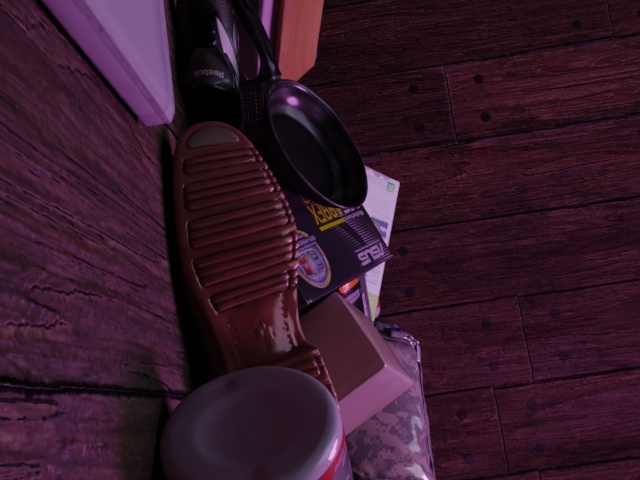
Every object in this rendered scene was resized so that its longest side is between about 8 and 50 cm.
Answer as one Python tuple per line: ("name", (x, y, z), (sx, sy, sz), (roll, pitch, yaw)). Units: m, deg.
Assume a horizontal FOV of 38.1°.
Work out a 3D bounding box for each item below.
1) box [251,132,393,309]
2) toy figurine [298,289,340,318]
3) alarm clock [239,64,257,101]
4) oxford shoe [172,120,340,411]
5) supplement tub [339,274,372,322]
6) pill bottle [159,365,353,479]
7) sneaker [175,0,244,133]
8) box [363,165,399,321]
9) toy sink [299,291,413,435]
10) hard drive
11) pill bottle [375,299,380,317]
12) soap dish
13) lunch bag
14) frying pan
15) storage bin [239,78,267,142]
("box", (-0.029, -0.030, 1.216), (0.216, 0.060, 0.270), (59, 29, 5))
("toy figurine", (-0.061, 0.062, 1.381), (0.213, 0.148, 0.209), (-84, 159, -70))
("alarm clock", (-0.143, -0.312, 1.625), (0.129, 0.064, 0.192), (78, 1, -45))
("oxford shoe", (-0.100, 0.067, 1.042), (0.146, 0.140, 0.397), (-23, -101, 61))
("supplement tub", (-0.010, 0.112, 1.623), (0.193, 0.194, 0.316), (-93, 173, -61))
("pill bottle", (-0.040, 0.272, 0.870), (0.161, 0.161, 0.283), (-94, 175, -56))
("sneaker", (-0.142, -0.230, 1.194), (0.106, 0.078, 0.234), (-97, 179, -77))
("box", (0.031, -0.005, 1.830), (0.058, 0.232, 0.322), (-11, -118, 52))
("toy sink", (-0.020, 0.195, 1.221), (0.131, 0.234, 0.153), (55, 6, 26))
("hard drive", (-0.185, -0.242, 0.782), (0.307, 0.040, 0.203), (71, 11, -77))
("pill bottle", (0.000, 0.000, 1.971), (0.210, 0.210, 0.363), (-12, 93, -87))
("soap dish", (-0.084, -0.397, 1.415), (0.229, 0.118, 0.291), (61, -19, 24))
("lunch bag", (0.044, 0.292, 1.436), (0.212, 0.256, 0.305), (78, 6, -53))
("frying pan", (-0.050, -0.169, 1.202), (0.326, 0.053, 0.197), (48, 30, -17))
("storage bin", (-0.115, -0.148, 1.419), (0.122, 0.084, 0.180), (77, 4, -51))
